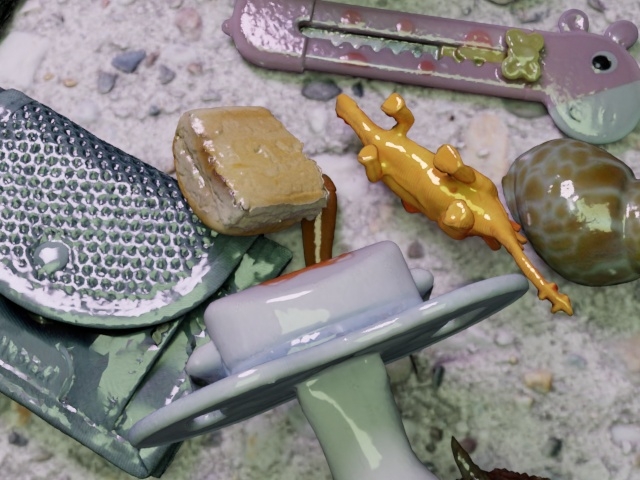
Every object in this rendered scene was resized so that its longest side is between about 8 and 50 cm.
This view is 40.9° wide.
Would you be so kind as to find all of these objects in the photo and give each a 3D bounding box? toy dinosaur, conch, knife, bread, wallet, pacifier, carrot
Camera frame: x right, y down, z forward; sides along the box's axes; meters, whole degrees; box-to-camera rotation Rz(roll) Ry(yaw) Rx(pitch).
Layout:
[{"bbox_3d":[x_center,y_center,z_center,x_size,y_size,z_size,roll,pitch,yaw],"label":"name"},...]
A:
[{"bbox_3d":[0.113,-0.034,0.727,0.070,0.117,0.288,-49,65,5],"label":"toy dinosaur"},{"bbox_3d":[0.230,-0.024,0.729,0.116,0.106,0.173,-15,63,-20],"label":"conch"},{"bbox_3d":[0.103,-0.176,0.796,0.399,0.038,0.132,9,76,5],"label":"knife"},{"bbox_3d":[-0.068,-0.056,0.735,0.106,0.082,0.125,-14,61,-36],"label":"bread"},{"bbox_3d":[-0.226,0.021,0.751,0.342,0.075,0.237,30,78,8],"label":"wallet"},{"bbox_3d":[0.025,0.133,0.609,0.299,0.244,0.233,-19,72,-11],"label":"pacifier"},{"bbox_3d":[0.000,0.000,0.766,0.035,0.035,0.142,-3,84,1],"label":"carrot"}]

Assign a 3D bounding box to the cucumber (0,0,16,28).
[{"bbox_3d":[-0.351,-0.156,0.805,0.044,0.043,0.256,22,80,12],"label":"cucumber"}]

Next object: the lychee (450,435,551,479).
[{"bbox_3d":[0.142,0.241,0.643,0.165,0.165,0.197,-16,98,-1],"label":"lychee"}]

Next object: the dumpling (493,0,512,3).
[{"bbox_3d":[0.157,-0.341,0.791,0.151,0.124,0.229,15,103,19],"label":"dumpling"}]
